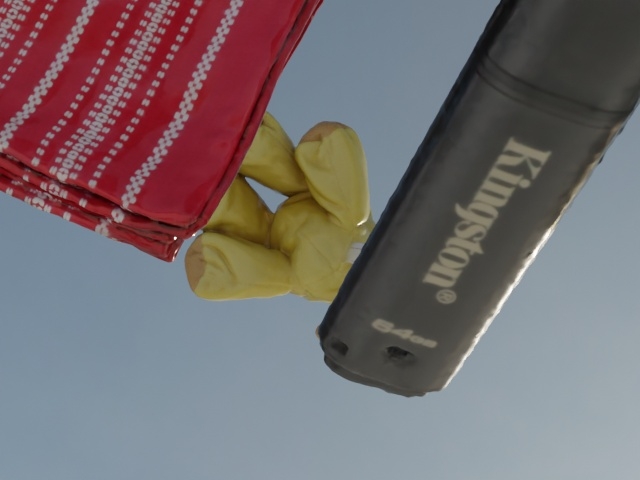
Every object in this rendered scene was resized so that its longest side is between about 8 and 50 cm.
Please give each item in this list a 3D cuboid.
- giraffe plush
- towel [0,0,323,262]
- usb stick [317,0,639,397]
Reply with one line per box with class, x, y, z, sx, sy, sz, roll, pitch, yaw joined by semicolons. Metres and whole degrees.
giraffe plush;0.000;0.000;1.313;0.210;0.181;0.170;28;-3;15
towel;-0.137;-0.121;0.676;0.275;0.199;0.031;23;-27;9
usb stick;0.076;-0.028;0.666;0.077;0.045;0.278;13;-46;-16
